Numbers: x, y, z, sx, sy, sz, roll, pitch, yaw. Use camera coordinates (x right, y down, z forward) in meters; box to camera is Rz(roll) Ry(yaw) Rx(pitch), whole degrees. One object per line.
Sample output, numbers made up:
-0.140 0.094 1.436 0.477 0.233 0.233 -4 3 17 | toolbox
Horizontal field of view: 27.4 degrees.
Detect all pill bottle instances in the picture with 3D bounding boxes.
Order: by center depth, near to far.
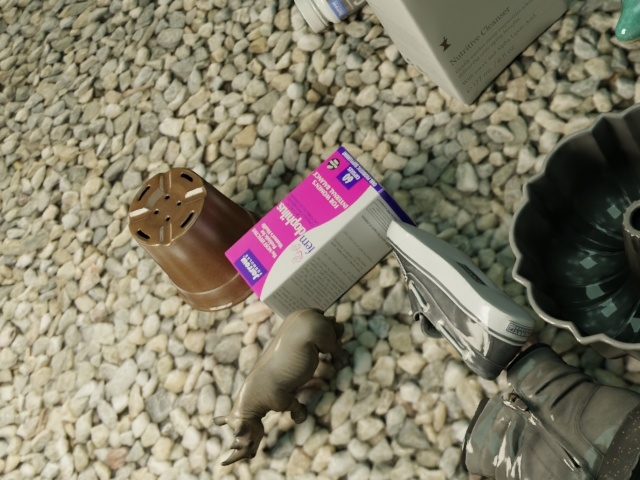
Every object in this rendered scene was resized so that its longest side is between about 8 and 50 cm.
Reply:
0.033 -0.382 2.008 0.137 0.078 0.078 -33 50 9 | pill bottle

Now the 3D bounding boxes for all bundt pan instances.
0.393 0.003 1.529 0.330 0.124 0.331 -15 54 22 | bundt pan

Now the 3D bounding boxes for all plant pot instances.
-0.174 -0.010 1.843 0.167 0.165 0.167 -14 55 21 | plant pot

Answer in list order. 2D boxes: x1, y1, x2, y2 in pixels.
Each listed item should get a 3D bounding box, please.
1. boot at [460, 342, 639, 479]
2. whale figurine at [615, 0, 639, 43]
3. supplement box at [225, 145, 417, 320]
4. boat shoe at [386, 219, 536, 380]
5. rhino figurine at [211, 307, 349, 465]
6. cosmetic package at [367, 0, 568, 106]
0.240 0.291 1.469 0.222 0.118 0.338 20 66 44 | boot
0.500 -0.328 1.662 0.272 0.141 0.216 -4 60 29 | whale figurine
0.000 0.000 1.771 0.220 0.114 0.111 -44 51 2 | supplement box
0.154 0.072 1.634 0.102 0.108 0.301 -61 36 13 | boat shoe
-0.057 0.188 1.689 0.073 0.106 0.243 30 79 40 | rhino figurine
0.154 -0.388 1.740 0.217 0.385 0.156 -45 50 -1 | cosmetic package
